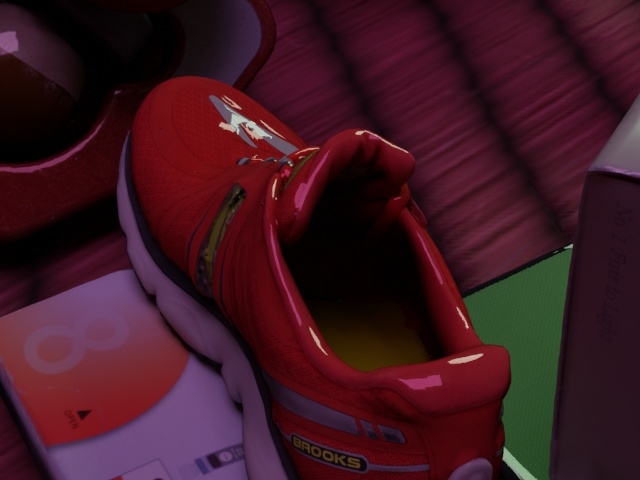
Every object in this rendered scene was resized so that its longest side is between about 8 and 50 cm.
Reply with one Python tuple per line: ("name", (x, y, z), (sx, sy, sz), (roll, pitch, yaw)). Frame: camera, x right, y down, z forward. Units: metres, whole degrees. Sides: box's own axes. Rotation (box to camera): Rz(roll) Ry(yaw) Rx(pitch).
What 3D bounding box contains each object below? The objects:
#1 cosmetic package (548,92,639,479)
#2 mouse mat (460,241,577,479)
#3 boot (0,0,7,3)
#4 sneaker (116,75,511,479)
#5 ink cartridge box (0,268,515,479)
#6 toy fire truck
("cosmetic package", (0.204, -0.037, 0.552), (0.113, 0.160, 0.309), (19, 43, 23))
("mouse mat", (0.142, 0.049, 0.576), (0.190, 0.007, 0.152), (-22, 45, -25))
("boot", (-0.287, -0.100, 0.743), (0.190, 0.076, 0.208), (34, 60, 18))
("sneaker", (0.000, 0.000, 0.531), (0.107, 0.118, 0.279), (-8, 39, -25))
("ink cartridge box", (-0.032, 0.057, 0.565), (0.179, 0.045, 0.145), (-25, 46, -18))
("toy fire truck", (-0.189, -0.124, 0.660), (0.302, 0.169, 0.254), (39, 80, -9))
